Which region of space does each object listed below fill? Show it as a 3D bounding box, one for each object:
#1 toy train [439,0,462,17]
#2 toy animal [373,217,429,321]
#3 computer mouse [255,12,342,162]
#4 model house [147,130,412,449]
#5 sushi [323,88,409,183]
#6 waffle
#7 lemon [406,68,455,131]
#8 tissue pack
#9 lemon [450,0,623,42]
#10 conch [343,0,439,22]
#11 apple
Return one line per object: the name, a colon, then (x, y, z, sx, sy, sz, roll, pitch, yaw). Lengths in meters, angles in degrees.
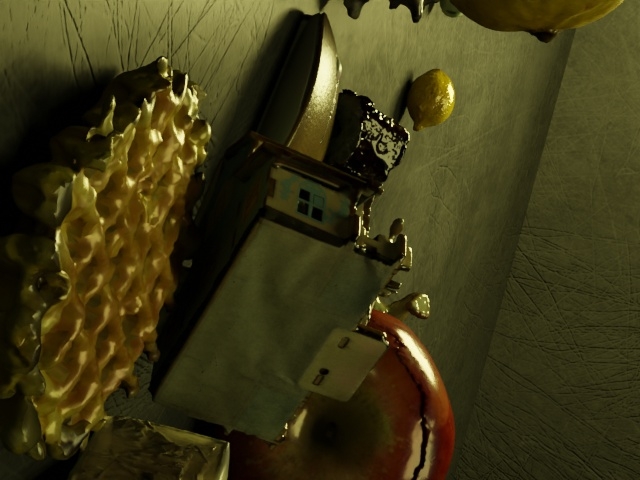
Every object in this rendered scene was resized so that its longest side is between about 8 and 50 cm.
toy train: (0.201, -0.410, 2.053, 0.051, 0.052, 0.233, 12, 95, -73)
toy animal: (0.044, 0.132, 1.971, 0.157, 0.097, 0.312, -31, -152, 43)
computer mouse: (-0.024, -0.107, 1.532, 0.126, 0.056, 0.245, 75, 33, -65)
model house: (-0.026, 0.015, 1.328, 0.206, 0.178, 0.271, -88, -158, -51)
sushi: (0.035, -0.113, 1.637, 0.084, 0.094, 0.098, 24, 86, -42)
waffle: (-0.160, 0.011, 1.121, 0.329, 0.062, 0.329, 18, 90, -77)
lemon: (0.145, -0.186, 2.071, 0.065, 0.065, 0.092, 62, 46, -70)
tissue pack: (-0.157, 0.283, 1.283, 0.159, 0.125, 0.234, -76, 178, -70)
lemon: (0.252, -0.389, 1.808, 0.297, 0.297, 0.297, 17, 90, -76)
conch: (0.112, -0.363, 1.566, 0.313, 0.186, 0.241, -51, 157, 5)
apple: (0.015, 0.204, 1.638, 0.206, 0.252, 0.271, 55, 40, -79)
